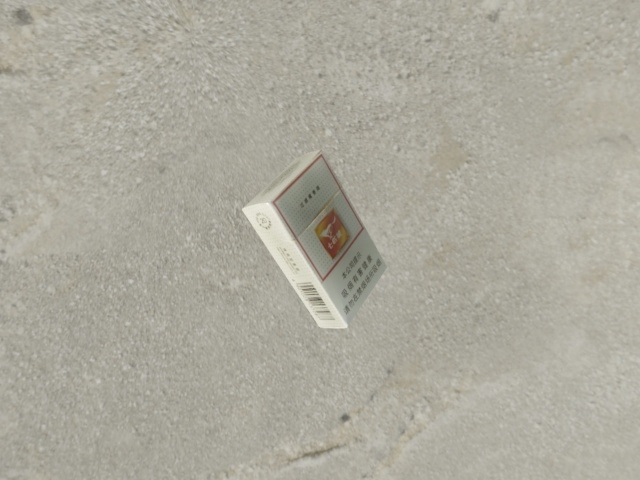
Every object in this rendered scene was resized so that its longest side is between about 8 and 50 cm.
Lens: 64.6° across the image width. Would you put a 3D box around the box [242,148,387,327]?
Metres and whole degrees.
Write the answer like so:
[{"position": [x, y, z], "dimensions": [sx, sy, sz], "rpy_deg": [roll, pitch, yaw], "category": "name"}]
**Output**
[{"position": [-0.001, 0.000, 1.107], "dimensions": [0.210, 0.095, 0.330], "rpy_deg": [-50, 117, -39], "category": "box"}]
